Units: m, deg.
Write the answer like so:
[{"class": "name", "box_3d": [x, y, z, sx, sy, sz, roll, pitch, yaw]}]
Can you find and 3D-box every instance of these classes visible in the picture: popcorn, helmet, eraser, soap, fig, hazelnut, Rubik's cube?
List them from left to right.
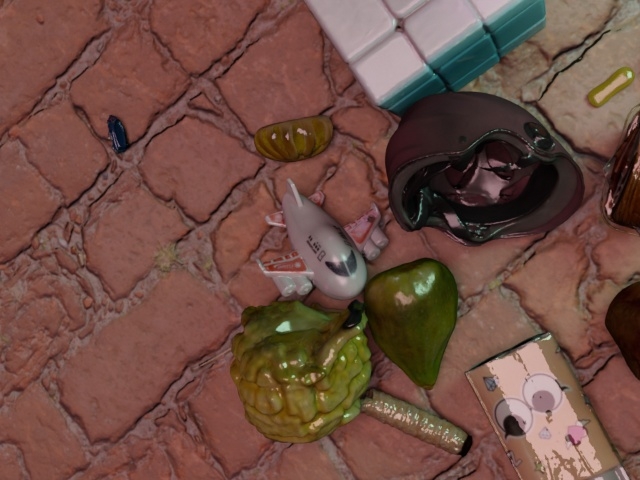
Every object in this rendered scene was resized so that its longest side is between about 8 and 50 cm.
[{"class": "popcorn", "box_3d": [-0.031, 0.224, 1.631, 0.293, 0.293, 0.237, -20, 126, 15]}, {"class": "fig", "box_3d": [0.162, 0.135, 1.631, 0.167, 0.167, 0.233, 9, 130, 16]}, {"class": "Rubik's cube", "box_3d": [0.162, -0.423, 1.521, 0.316, 0.322, 0.318, -34, 83, 13]}, {"class": "helmet", "box_3d": [0.264, -0.137, 1.544, 0.339, 0.271, 0.197, 3, 52, -19]}, {"class": "eraser", "box_3d": [0.397, 0.322, 1.588, 0.171, 0.087, 0.290, -29, 83, 16]}, {"class": "soap", "box_3d": [0.508, -0.268, 1.583, 0.089, 0.012, 0.034, -39, 81, 13]}, {"class": "hazelnut", "box_3d": [0.576, 0.151, 1.499, 0.178, 0.178, 0.204, -53, 47, 11]}]

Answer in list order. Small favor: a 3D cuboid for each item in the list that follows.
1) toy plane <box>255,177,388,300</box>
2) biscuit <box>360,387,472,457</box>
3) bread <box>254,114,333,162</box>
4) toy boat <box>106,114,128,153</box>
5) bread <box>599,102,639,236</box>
[{"class": "toy plane", "box_3d": [0.000, 0.002, 1.662, 0.252, 0.118, 0.252, 0, 59, 0]}, {"class": "biscuit", "box_3d": [0.173, 0.335, 1.666, 0.219, 0.061, 0.055, 22, 115, 16]}, {"class": "bread", "box_3d": [-0.053, -0.194, 1.706, 0.157, 0.094, 0.082, -8, 85, 8]}, {"class": "toy boat", "box_3d": [-0.416, -0.216, 1.838, 0.038, 0.038, 0.083, -15, 87, 16]}, {"class": "bread", "box_3d": [0.534, -0.118, 1.478, 0.143, 0.212, 0.224, 15, 96, 11]}]
